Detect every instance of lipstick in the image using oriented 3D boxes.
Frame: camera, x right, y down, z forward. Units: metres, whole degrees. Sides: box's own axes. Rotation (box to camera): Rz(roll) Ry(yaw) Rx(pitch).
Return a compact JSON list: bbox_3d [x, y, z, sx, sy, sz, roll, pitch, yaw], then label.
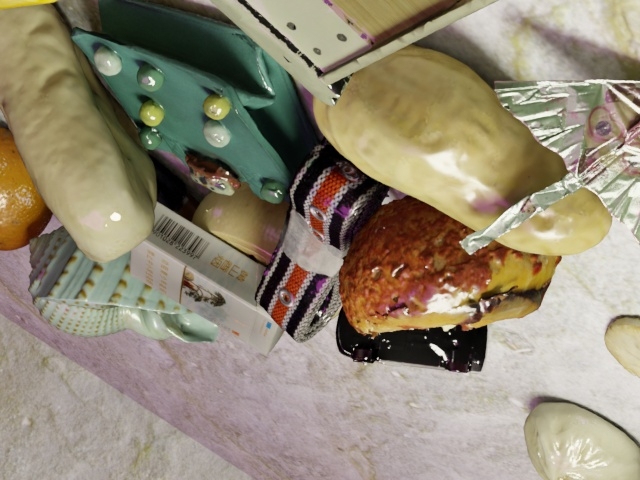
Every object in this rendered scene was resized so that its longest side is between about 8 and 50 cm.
[{"bbox_3d":[-0.192,-0.024,1.765,0.418,0.077,0.077,44,155,-28],"label":"lipstick"}]

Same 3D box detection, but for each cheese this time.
[{"bbox_3d":[-0.313,-0.145,1.425,0.351,0.129,0.328,58,-178,-38],"label":"cheese"}]

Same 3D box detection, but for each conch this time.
[{"bbox_3d":[-0.304,0.049,1.897,0.319,0.215,0.303,5,171,-18],"label":"conch"}]

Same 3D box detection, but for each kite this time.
[{"bbox_3d":[0.225,-0.054,1.029,0.250,0.012,0.229,-37,103,29],"label":"kite"}]

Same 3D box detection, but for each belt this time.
[{"bbox_3d":[0.000,0.000,1.392,0.094,0.126,0.359,36,142,12],"label":"belt"}]

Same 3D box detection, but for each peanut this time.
[{"bbox_3d":[0.131,-0.088,1.114,0.319,0.147,0.147,32,158,8],"label":"peanut"}]

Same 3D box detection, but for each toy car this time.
[{"bbox_3d":[0.112,0.125,1.557,0.209,0.089,0.108,8,174,-15],"label":"toy car"}]

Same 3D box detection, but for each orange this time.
[{"bbox_3d":[-0.537,-0.091,1.966,0.224,0.170,0.224,50,167,16],"label":"orange"}]

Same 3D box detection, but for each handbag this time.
[{"bbox_3d":[-0.142,-0.152,1.392,0.268,0.100,0.274,22,156,25],"label":"handbag"}]

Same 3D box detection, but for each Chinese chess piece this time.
[{"bbox_3d":[-0.066,0.021,1.658,0.251,0.097,0.251,27,156,13],"label":"Chinese chess piece"}]

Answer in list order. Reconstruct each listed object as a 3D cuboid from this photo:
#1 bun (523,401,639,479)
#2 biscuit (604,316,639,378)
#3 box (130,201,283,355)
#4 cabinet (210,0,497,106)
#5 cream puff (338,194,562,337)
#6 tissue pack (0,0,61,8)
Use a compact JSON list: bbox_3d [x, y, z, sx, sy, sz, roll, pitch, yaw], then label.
[{"bbox_3d":[0.365,0.312,1.682,0.183,0.102,0.183,30,160,12],"label":"bun"},{"bbox_3d":[0.398,0.139,1.381,0.152,0.020,0.152,27,157,13],"label":"biscuit"},{"bbox_3d":[-0.148,0.056,1.623,0.233,0.067,0.149,31,158,4],"label":"box"},{"bbox_3d":[0.034,-0.291,0.709,0.290,0.227,0.318,41,154,-18],"label":"cabinet"},{"bbox_3d":[0.136,0.022,1.263,0.240,0.164,0.240,0,173,0],"label":"cream puff"},{"bbox_3d":[-0.412,-0.358,1.107,0.382,0.228,0.293,9,165,48],"label":"tissue pack"}]
